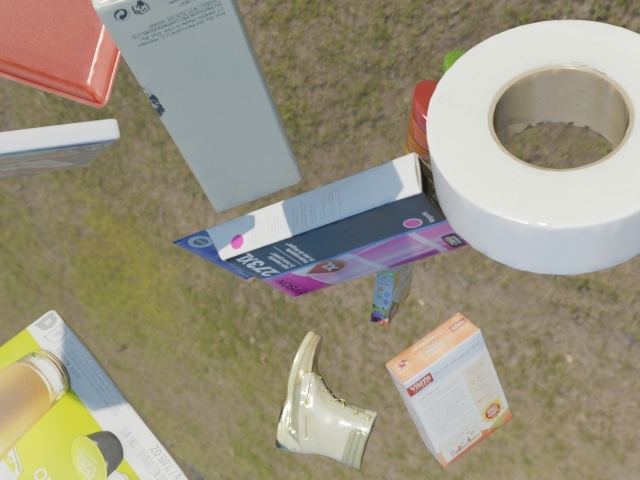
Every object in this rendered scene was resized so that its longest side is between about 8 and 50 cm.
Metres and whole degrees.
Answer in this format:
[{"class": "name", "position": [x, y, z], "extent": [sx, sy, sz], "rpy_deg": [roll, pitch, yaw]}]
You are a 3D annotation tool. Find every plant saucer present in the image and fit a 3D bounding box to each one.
[{"class": "plant saucer", "position": [-0.333, -0.307, 0.873], "extent": [0.258, 0.259, 0.047], "rpy_deg": [15, 179, -30]}]

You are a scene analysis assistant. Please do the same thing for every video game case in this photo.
[{"class": "video game case", "position": [-0.317, -0.082, 0.786], "extent": [0.183, 0.201, 0.023], "rpy_deg": [-8, 94, 64]}]

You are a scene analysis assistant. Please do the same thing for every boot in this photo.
[{"class": "boot", "position": [0.022, 0.274, 1.366], "extent": [0.165, 0.213, 0.077], "rpy_deg": [11, 174, 14]}]

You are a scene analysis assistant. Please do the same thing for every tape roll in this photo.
[{"class": "tape roll", "position": [0.262, -0.107, 0.864], "extent": [0.286, 0.286, 0.100], "rpy_deg": [25, 157, 27]}]

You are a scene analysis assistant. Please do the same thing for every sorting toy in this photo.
[{"class": "sorting toy", "position": [0.215, -0.210, 1.258], "extent": [0.127, 0.365, 0.126], "rpy_deg": [38, 130, 3]}]

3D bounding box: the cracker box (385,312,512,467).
[{"class": "cracker box", "position": [0.222, 0.256, 1.336], "extent": [0.067, 0.155, 0.232], "rpy_deg": [43, 163, 54]}]

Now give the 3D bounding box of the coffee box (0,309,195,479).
[{"class": "coffee box", "position": [-0.368, 0.376, 1.106], "extent": [0.337, 0.334, 0.338], "rpy_deg": [44, 162, 23]}]

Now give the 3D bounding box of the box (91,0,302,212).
[{"class": "box", "position": [-0.099, -0.146, 0.659], "extent": [0.275, 0.094, 0.113], "rpy_deg": [69, 179, -58]}]

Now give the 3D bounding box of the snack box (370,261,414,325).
[{"class": "snack box", "position": [0.130, 0.074, 1.391], "extent": [0.037, 0.141, 0.100], "rpy_deg": [12, 114, 18]}]

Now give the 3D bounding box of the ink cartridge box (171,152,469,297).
[{"class": "ink cartridge box", "position": [0.000, 0.000, 1.051], "extent": [0.370, 0.069, 0.175], "rpy_deg": [-16, 152, 27]}]
